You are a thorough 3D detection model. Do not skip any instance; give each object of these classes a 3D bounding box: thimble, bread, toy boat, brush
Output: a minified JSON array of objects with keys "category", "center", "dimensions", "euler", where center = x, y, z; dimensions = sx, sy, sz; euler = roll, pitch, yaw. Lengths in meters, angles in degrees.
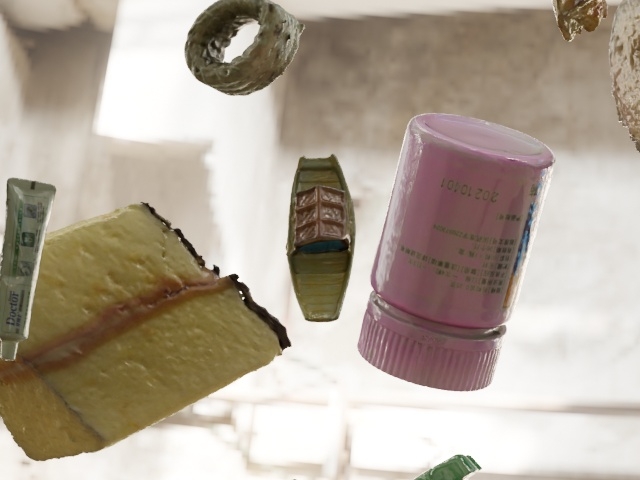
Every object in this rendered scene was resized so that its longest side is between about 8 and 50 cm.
[{"category":"thimble","center":[-0.072,-0.187,1.830],"dimensions":[0.110,0.084,0.062],"euler":[-27,-21,21]},{"category":"bread","center":[-0.321,0.120,2.750],"dimensions":[0.345,0.405,0.242],"euler":[60,-25,-6]},{"category":"toy boat","center":[0.000,0.000,1.752],"dimensions":[0.065,0.172,0.066],"euler":[-1,-26,1]},{"category":"brush","center":[0.390,-0.138,2.014],"dimensions":[0.166,0.174,0.266],"euler":[-9,-47,-24]}]

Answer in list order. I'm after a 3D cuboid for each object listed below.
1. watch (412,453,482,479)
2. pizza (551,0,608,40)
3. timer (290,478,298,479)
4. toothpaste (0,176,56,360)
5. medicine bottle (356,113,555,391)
[{"category":"watch","center":[0.139,0.302,1.931],"dimensions":[0.131,0.152,0.165],"euler":[-38,-13,-2]},{"category":"pizza","center":[0.216,-0.259,1.246],"dimensions":[0.134,0.271,0.056],"euler":[9,-3,28]},{"category":"timer","center":[0.011,0.397,2.401],"dimensions":[0.055,0.144,0.187],"euler":[-25,-56,-10]},{"category":"toothpaste","center":[-0.359,0.035,2.303],"dimensions":[0.064,0.218,0.041],"euler":[10,-6,-28]},{"category":"medicine bottle","center":[0.155,0.013,2.237],"dimensions":[0.178,0.290,0.178],"euler":[12,16,-3]}]
